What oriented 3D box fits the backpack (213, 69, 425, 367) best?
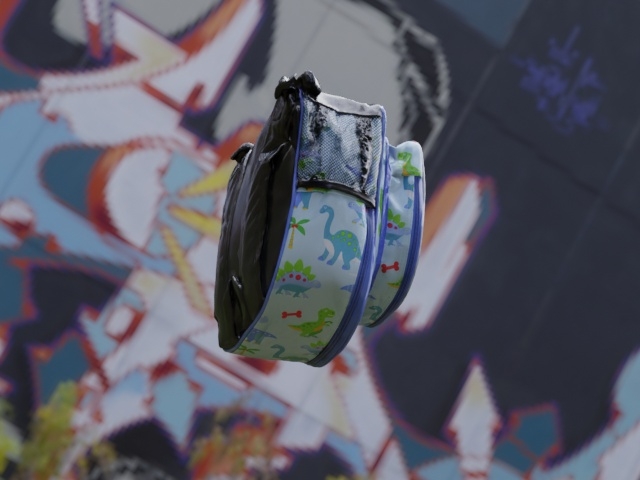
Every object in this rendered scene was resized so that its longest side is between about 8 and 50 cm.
[{"bbox_3d":[0.000,0.000,0.833,0.084,0.114,0.105,15,-27,-13],"label":"backpack"}]
